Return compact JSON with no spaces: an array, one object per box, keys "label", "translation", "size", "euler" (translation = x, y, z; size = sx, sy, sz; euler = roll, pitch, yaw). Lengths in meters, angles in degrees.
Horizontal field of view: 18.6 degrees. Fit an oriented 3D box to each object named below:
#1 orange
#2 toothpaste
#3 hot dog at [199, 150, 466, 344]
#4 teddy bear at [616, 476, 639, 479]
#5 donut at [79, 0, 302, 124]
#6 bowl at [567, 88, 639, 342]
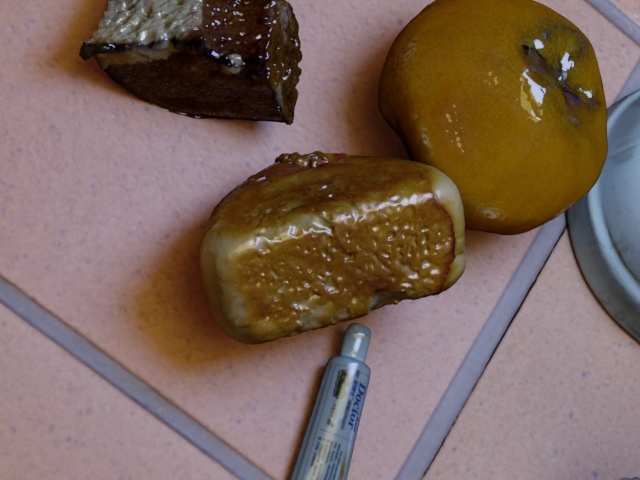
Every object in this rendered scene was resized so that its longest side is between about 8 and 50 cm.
[{"label":"orange","translation":[0.176,-0.125,1.916],"size":[0.249,0.183,0.249],"euler":[15,62,-29]},{"label":"toothpaste","translation":[0.005,0.200,1.858],"size":[0.067,0.037,0.255],"euler":[22,72,-23]},{"label":"hot dog","translation":[0.000,0.000,1.839],"size":[0.257,0.153,0.150],"euler":[-15,112,-15]},{"label":"teddy bear","translation":[0.343,0.243,1.890],"size":[0.362,0.327,0.375],"euler":[-12,49,11]},{"label":"donut","translation":[-0.117,-0.187,1.866],"size":[0.187,0.144,0.126],"euler":[7,65,10]},{"label":"bowl","translation":[0.424,-0.038,2.037],"size":[0.307,0.163,0.307],"euler":[7,71,-22]}]
